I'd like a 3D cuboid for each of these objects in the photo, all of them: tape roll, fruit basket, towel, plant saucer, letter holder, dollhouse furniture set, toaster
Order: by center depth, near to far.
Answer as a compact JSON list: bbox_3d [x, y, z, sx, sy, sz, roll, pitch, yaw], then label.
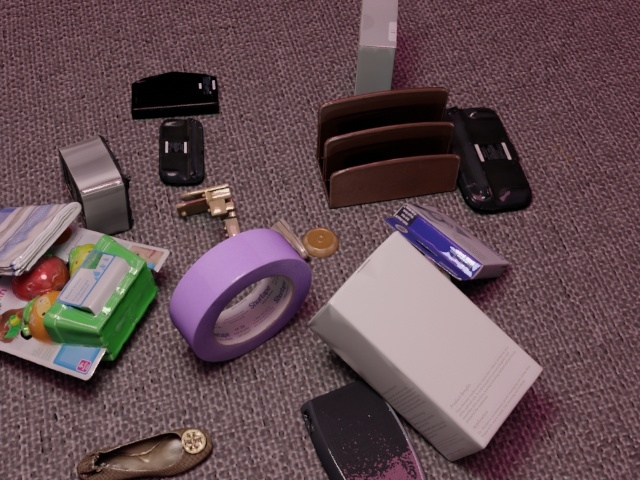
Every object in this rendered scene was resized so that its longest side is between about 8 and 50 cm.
[{"bbox_3d":[-0.152,0.108,1.752,0.275,0.274,0.090,-30,60,-22],"label":"tape roll"},{"bbox_3d":[-0.529,0.094,1.825,0.353,0.165,0.327,18,55,16],"label":"fruit basket"},{"bbox_3d":[-0.644,-0.007,1.890,0.285,0.034,0.209,0,43,40],"label":"towel"},{"bbox_3d":[-0.241,-0.032,1.955,0.123,0.144,0.151,-13,69,-5],"label":"dollhouse furniture set"},{"bbox_3d":[-0.486,-0.121,1.973,0.110,0.185,0.168,-21,57,-22],"label":"toaster"},{"bbox_3d":[0.000,0.000,2.000,0.083,0.015,0.083,1,53,-1],"label":"plant saucer"},{"bbox_3d":[0.153,-0.214,2.041,0.302,0.214,0.152,-9,54,-8],"label":"letter holder"}]

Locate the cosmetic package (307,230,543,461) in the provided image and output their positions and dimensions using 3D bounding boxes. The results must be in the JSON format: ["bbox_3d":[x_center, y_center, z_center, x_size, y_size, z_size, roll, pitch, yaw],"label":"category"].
[{"bbox_3d":[0.192,0.198,1.697,0.385,0.156,0.217,44,62,5],"label":"cosmetic package"}]

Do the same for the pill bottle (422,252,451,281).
[{"bbox_3d":[0.164,0.102,1.870,0.194,0.108,0.108,-17,55,-15],"label":"pill bottle"}]

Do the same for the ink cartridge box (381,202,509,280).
[{"bbox_3d":[0.267,0.001,1.907,0.223,0.045,0.224,40,20,24],"label":"ink cartridge box"}]

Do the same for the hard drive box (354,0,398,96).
[{"bbox_3d":[0.132,-0.441,2.200,0.089,0.232,0.181,4,54,2],"label":"hard drive box"}]

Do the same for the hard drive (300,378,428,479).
[{"bbox_3d":[0.083,0.381,1.691,0.172,0.054,0.254,-19,56,-16],"label":"hard drive"}]

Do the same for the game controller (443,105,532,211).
[{"bbox_3d":[0.385,-0.198,2.142,0.167,0.067,0.319,1,52,-19],"label":"game controller"}]

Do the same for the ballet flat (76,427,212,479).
[{"bbox_3d":[-0.323,0.394,1.667,0.250,0.058,0.084,-10,55,-9],"label":"ballet flat"}]

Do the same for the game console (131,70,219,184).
[{"bbox_3d":[-0.350,-0.275,2.182,0.213,0.044,0.361,-5,53,-3],"label":"game console"}]

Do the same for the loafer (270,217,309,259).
[{"bbox_3d":[-0.067,0.003,1.984,0.039,0.045,0.125,-34,53,-4],"label":"loafer"}]
